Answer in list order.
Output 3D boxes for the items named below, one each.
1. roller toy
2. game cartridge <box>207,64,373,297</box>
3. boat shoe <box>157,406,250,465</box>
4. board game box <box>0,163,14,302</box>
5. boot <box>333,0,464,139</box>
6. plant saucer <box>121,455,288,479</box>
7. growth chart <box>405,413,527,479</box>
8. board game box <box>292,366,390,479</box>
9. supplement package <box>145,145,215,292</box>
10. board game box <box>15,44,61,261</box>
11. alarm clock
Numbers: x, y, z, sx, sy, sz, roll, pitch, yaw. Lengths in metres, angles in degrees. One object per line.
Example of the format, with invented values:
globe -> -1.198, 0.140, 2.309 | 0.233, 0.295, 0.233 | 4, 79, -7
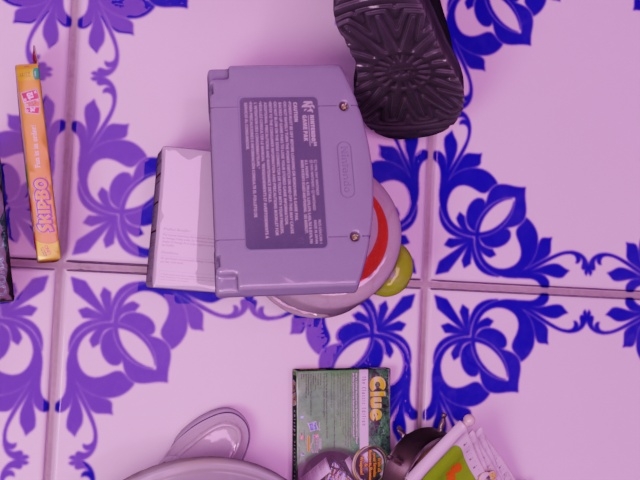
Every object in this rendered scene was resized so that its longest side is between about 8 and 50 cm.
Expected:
roller toy -> 0.000, 0.000, 1.512 | 0.191, 0.146, 0.209 | -21, 83, -13
game cartridge -> -0.036, -0.075, 1.418 | 0.198, 0.062, 0.297 | 0, 69, -10
boat shoe -> -0.187, 0.324, 1.478 | 0.267, 0.088, 0.096 | -42, 97, -12
board game box -> -0.397, -0.016, 1.420 | 0.026, 0.126, 0.186 | -6, 88, -15
boot -> 0.109, -0.408, 1.538 | 0.146, 0.367, 0.445 | -3, 64, 9
plant saucer -> -0.151, 0.469, 1.422 | 0.400, 0.100, 0.401 | -6, 105, -21
growth chart -> 0.200, 0.346, 1.562 | 0.172, 0.021, 0.237 | -51, 126, -15
board game box -> 0.029, 0.303, 1.567 | 0.136, 0.030, 0.260 | 1, 87, -12
supplement package -> -0.163, -0.024, 1.491 | 0.105, 0.105, 0.179 | 6, 87, -12
board game box -> -0.351, -0.103, 1.436 | 0.039, 0.124, 0.259 | -4, 88, -14
alarm clock -> 0.147, 0.334, 1.568 | 0.129, 0.064, 0.192 | -31, 116, -28
